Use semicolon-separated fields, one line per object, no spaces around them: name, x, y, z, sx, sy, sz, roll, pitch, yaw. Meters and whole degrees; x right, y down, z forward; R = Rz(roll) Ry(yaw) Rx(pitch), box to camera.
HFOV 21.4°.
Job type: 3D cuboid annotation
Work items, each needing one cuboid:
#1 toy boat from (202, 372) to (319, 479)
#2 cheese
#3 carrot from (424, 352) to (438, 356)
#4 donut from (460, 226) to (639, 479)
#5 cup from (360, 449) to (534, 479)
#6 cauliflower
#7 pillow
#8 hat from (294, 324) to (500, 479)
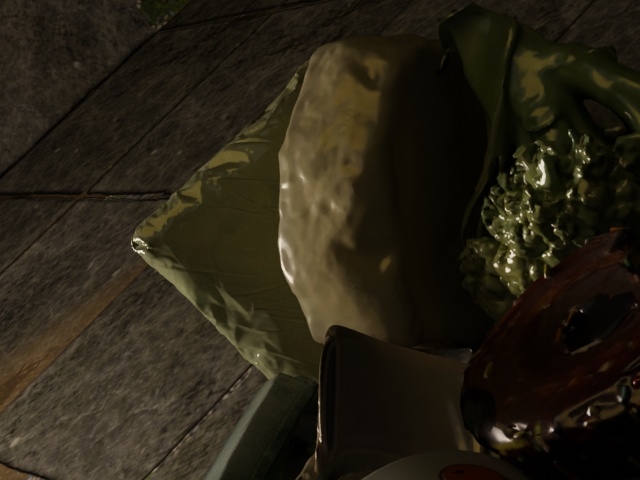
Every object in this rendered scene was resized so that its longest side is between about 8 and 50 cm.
toy boat;-0.074;0.253;1.479;0.319;0.092;0.141;-58;-9;-48
cheese;0.078;-0.031;1.523;0.115;0.318;0.326;-3;47;32
carrot;0.120;0.156;1.430;0.072;0.072;0.205;-40;23;-6
donut;0.208;0.091;1.196;0.216;0.096;0.230;-48;23;-20
cup;0.130;0.270;0.986;0.212;0.212;0.317;-41;23;-9
cauliflower;0.237;-0.058;1.426;0.327;0.260;0.281;-32;52;45
pillow;0.000;-0.002;1.674;0.281;0.274;0.076;-46;0;-20
hat;0.044;0.184;1.278;0.164;0.219;0.226;-57;28;27
